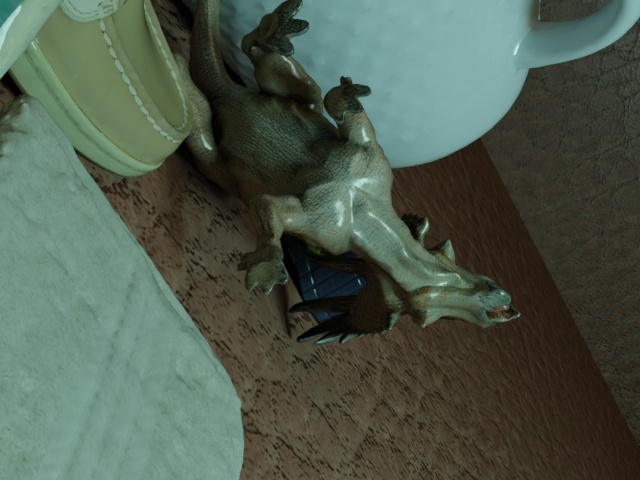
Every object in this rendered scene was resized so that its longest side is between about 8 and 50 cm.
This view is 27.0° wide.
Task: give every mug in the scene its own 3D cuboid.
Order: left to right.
[{"bbox_3d":[0.063,-0.223,0.967,0.276,0.374,0.328,-56,135,-31],"label":"mug"}]

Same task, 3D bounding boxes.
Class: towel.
[{"bbox_3d":[-0.101,0.073,0.479,0.187,0.049,0.282,57,17,-21],"label":"towel"}]

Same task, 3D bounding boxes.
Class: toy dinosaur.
[{"bbox_3d":[-0.017,-0.041,0.854,0.296,0.127,0.200,52,-2,22],"label":"toy dinosaur"}]

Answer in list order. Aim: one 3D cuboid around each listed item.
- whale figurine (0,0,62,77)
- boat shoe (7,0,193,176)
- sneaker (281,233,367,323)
[{"bbox_3d":[-0.147,-0.161,0.394,0.141,0.216,0.272,34,16,-53],"label":"whale figurine"},{"bbox_3d":[-0.119,-0.165,0.633,0.341,0.110,0.122,65,9,-47],"label":"boat shoe"},{"bbox_3d":[0.000,0.000,0.957,0.144,0.053,0.059,63,12,-9],"label":"sneaker"}]
